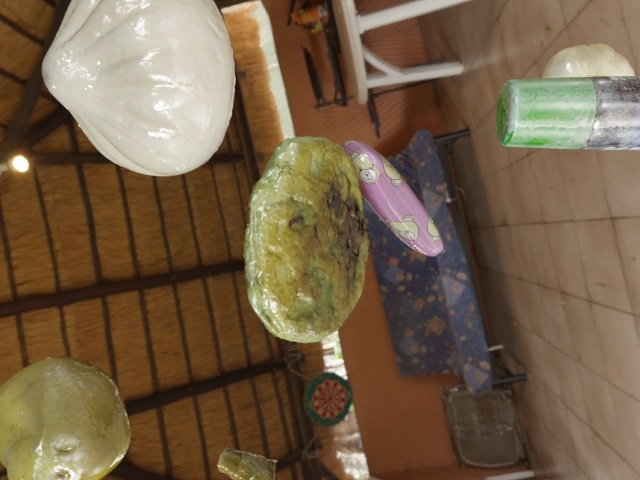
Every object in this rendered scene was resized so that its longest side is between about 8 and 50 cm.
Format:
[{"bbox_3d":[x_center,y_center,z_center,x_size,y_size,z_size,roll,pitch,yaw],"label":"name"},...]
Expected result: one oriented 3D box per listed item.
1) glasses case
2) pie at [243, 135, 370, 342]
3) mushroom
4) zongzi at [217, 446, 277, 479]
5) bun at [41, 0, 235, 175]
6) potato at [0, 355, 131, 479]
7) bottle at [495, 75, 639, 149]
[{"bbox_3d":[0.145,-0.077,0.961,0.316,0.076,0.123,45,179,-36],"label":"glasses case"},{"bbox_3d":[0.000,0.000,0.740,0.323,0.071,0.322,3,-94,-55],"label":"pie"},{"bbox_3d":[0.467,-0.275,0.862,0.122,0.154,0.154,-64,-37,-57],"label":"mushroom"},{"bbox_3d":[-0.192,0.593,1.234,0.176,0.160,0.078,109,175,-81],"label":"zongzi"},{"bbox_3d":[-0.127,-0.106,0.313,0.094,0.138,0.138,-20,-80,-46],"label":"bun"},{"bbox_3d":[-0.298,0.218,0.553,0.194,0.157,0.157,14,122,61],"label":"potato"},{"bbox_3d":[0.401,-0.161,0.614,0.093,0.331,0.093,2,-90,-84],"label":"bottle"}]
